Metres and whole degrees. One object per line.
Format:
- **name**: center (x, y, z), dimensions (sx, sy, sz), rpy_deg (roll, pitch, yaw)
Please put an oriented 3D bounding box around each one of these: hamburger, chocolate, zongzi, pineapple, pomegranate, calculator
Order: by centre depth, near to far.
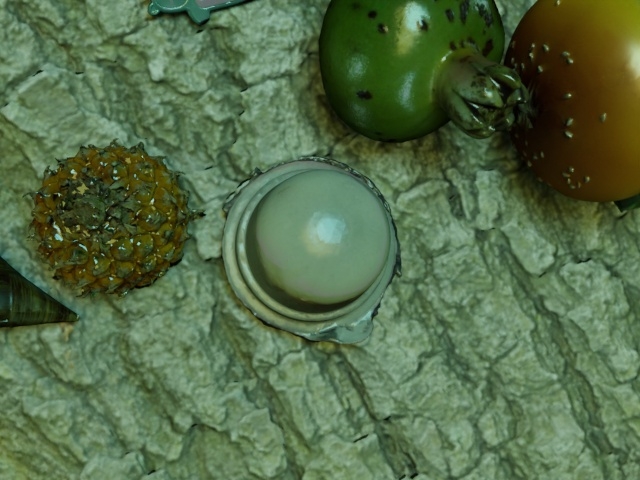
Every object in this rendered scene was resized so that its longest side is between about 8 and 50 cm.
- **pomegranate**: center (0.104, -0.183, 0.681), dimensions (0.202, 0.202, 0.248), rpy_deg (-39, 51, -6)
- **hamburger**: center (0.281, -0.144, 0.685), dimensions (0.170, 0.246, 0.246), rpy_deg (-13, 88, -15)
- **pineapple**: center (-0.216, -0.025, 0.689), dimensions (0.176, 0.137, 0.161), rpy_deg (-28, 89, -5)
- **chocolate**: center (-0.001, 0.008, 0.702), dimensions (0.221, 0.147, 0.221), rpy_deg (0, 90, -7)
- **zongzi**: center (-0.353, 0.004, 0.713), dimensions (0.184, 0.084, 0.187), rpy_deg (-4, 83, -19)
- **calculator**: center (-0.127, -0.289, 0.755), dimensions (0.141, 0.019, 0.094), rpy_deg (-18, 114, -9)
